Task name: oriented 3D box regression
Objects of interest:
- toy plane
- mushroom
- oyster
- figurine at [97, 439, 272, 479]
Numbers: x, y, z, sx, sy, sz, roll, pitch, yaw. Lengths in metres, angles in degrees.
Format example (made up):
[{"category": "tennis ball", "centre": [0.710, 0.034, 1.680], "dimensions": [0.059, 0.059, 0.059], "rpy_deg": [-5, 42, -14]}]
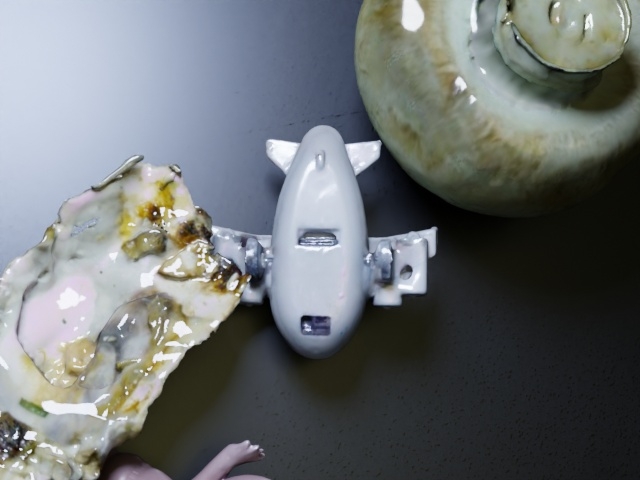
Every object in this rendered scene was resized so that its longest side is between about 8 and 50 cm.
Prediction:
[{"category": "toy plane", "centre": [0.000, 0.000, 1.027], "dimensions": [0.244, 0.117, 0.245], "rpy_deg": [0, 80, 2]}, {"category": "mushroom", "centre": [0.202, -0.198, 1.047], "dimensions": [0.352, 0.260, 0.353], "rpy_deg": [2, 77, -10]}, {"category": "oyster", "centre": [-0.219, 0.088, 0.939], "dimensions": [0.201, 0.107, 0.355], "rpy_deg": [35, 65, 5]}, {"category": "figurine", "centre": [-0.135, 0.283, 0.925], "dimensions": [0.287, 0.186, 0.176], "rpy_deg": [14, 34, 8]}]
